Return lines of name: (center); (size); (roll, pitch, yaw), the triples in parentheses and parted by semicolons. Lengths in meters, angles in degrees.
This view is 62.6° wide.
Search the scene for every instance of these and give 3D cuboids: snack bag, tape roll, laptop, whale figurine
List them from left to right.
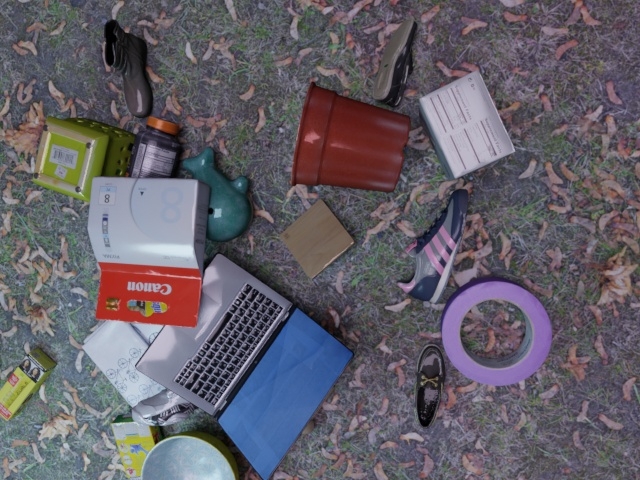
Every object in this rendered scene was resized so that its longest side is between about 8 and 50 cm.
snack bag: (-0.524, 0.334, 1.615); (0.342, 0.037, 0.323); (-41, 86, 10)
whale figurine: (-0.305, -0.128, 1.486); (0.216, 0.141, 0.272); (-24, 89, 12)
laptop: (-0.205, 0.307, 1.349); (0.407, 0.236, 0.382); (36, 86, -12)
tape roll: (0.461, 0.239, 1.401); (0.274, 0.090, 0.275); (1, 95, 9)

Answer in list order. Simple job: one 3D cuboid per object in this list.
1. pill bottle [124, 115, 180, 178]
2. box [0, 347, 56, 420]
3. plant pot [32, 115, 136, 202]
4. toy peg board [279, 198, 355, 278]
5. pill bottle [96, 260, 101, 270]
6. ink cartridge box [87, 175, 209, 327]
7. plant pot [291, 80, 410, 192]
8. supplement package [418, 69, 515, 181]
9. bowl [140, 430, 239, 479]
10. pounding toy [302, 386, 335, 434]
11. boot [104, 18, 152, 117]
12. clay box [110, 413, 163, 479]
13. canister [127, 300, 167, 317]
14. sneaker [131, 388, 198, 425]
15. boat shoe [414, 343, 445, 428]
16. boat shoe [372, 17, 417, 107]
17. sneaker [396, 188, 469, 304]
pill bottle: (-0.481, -0.228, 1.517); (0.130, 0.130, 0.246); (18, 97, 8)
box: (-0.954, 0.462, 1.691); (0.087, 0.058, 0.232); (42, 100, 4)
plant pot: (-0.673, -0.229, 1.514); (0.228, 0.207, 0.227); (19, 98, 9)
toy peg board: (0.000, 0.000, 1.484); (0.161, 0.079, 0.161); (-41, 71, 10)
pill bottle: (-0.584, 0.009, 1.562); (0.112, 0.112, 0.187); (34, 99, 6)
ink cartridge box: (-0.464, 0.027, 1.391); (0.307, 0.091, 0.386); (3, 84, 11)
plant pot: (0.081, -0.247, 1.358); (0.264, 0.272, 0.273); (12, 96, 2)
supplement package: (0.348, -0.267, 1.294); (0.145, 0.262, 0.204); (-25, 90, 12)
bowl: (-0.359, 0.681, 1.549); (0.289, 0.156, 0.290); (1, 94, 10)
pounding toy: (-0.105, 0.444, 1.525); (0.236, 0.110, 0.183); (27, 88, -23)
boot: (-0.559, -0.481, 1.495); (0.083, 0.161, 0.247); (-3, 94, 11)
clay box: (-0.549, 0.642, 1.621); (0.127, 0.053, 0.222); (-7, 105, 11)
canister: (-0.491, 0.189, 1.552); (0.169, 0.073, 0.126); (2, 91, 7)
sneaker: (-0.371, 0.387, 1.513); (0.365, 0.137, 0.211); (-13, 94, -7)
boat shoe: (0.302, 0.403, 1.451); (0.081, 0.068, 0.228); (5, 95, 10)
boat shoe: (0.211, -0.476, 1.411); (0.079, 0.084, 0.233); (18, 91, -30)
sneaker: (0.299, 0.006, 1.401); (0.130, 0.112, 0.320); (17, 96, 6)
